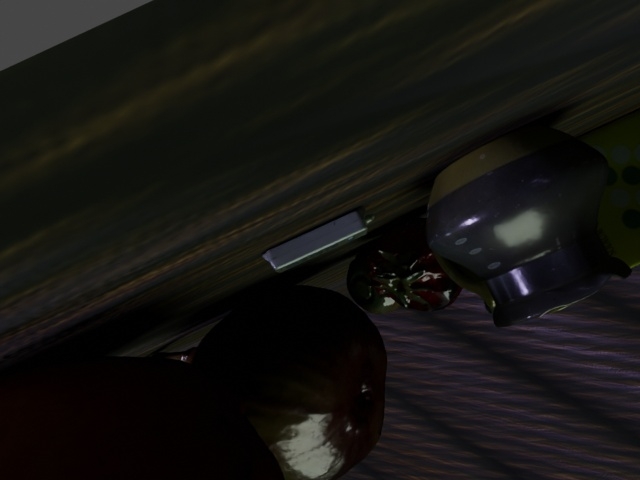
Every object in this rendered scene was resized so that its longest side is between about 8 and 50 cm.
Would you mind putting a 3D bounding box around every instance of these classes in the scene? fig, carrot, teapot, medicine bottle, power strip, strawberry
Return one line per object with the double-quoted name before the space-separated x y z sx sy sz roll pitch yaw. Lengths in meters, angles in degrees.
"fig" -0.091 0.156 0.620 0.321 0.216 0.217 -4 -178 29
"carrot" 0.152 0.007 0.686 0.298 0.078 0.078 -23 172 -35
"teapot" 0.137 -0.004 0.401 0.130 0.119 0.166 -20 171 -24
"medicine bottle" 0.274 -0.028 0.574 0.250 0.137 0.141 -24 172 -4
"power strip" 0.000 0.000 0.386 0.083 0.017 0.027 -24 173 1
"strawberry" 0.099 0.019 0.543 0.106 0.106 0.106 -24 171 -4

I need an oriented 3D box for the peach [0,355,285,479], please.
"peach" -0.190 0.238 0.378 0.373 0.289 0.372 -28 173 -4
